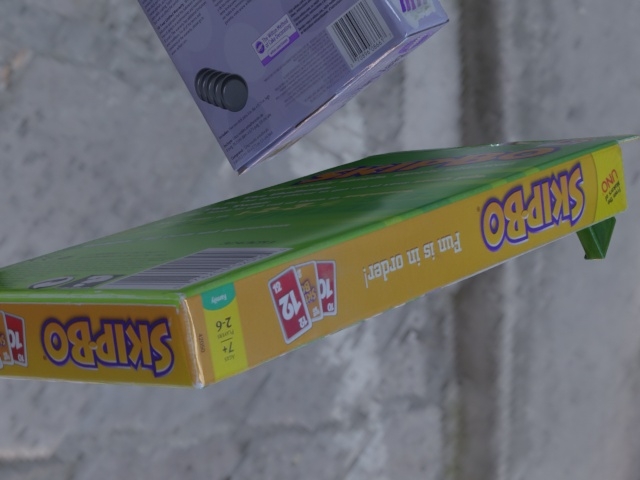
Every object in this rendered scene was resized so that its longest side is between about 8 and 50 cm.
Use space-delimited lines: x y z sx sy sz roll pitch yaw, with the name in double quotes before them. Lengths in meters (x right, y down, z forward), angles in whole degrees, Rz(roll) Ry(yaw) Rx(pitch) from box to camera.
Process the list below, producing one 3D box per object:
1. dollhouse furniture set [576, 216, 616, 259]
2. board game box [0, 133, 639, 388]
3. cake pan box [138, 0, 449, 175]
"dollhouse furniture set" 0.134 -0.022 1.286 0.058 0.151 0.076 58 42 -43
"board game box" 0.000 0.000 0.617 0.259 0.124 0.039 -23 106 -47
"cake pan box" -0.042 -0.221 1.484 0.070 0.246 0.267 -28 173 -44
